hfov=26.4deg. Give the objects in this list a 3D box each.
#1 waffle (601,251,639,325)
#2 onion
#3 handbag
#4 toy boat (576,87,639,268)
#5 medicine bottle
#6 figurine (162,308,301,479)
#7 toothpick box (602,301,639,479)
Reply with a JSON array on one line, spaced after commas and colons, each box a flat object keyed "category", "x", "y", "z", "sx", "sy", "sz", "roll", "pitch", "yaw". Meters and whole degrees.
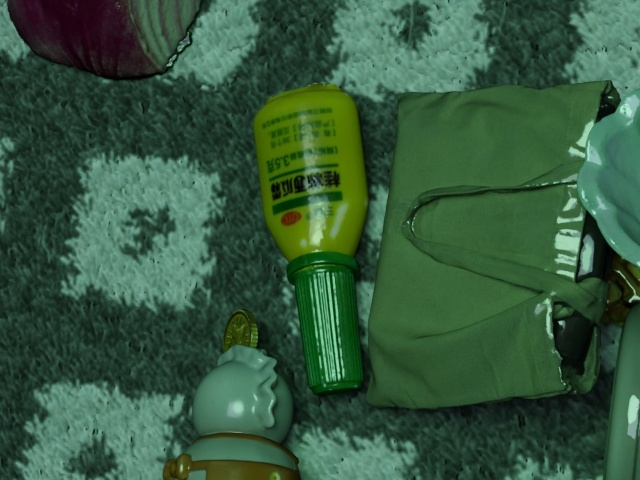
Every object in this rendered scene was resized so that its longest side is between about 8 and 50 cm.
[{"category": "waffle", "x": 0.325, "y": -0.031, "z": 1.286, "sx": 0.243, "sy": 0.059, "sz": 0.237, "roll": 3, "pitch": 77, "yaw": 14}, {"category": "onion", "x": -0.242, "y": -0.313, "z": 1.469, "sx": 0.248, "sy": 0.111, "sz": 0.250, "roll": 18, "pitch": 86, "yaw": 17}, {"category": "handbag", "x": 0.152, "y": 0.004, "z": 1.265, "sx": 0.253, "sy": 0.109, "sz": 0.315, "roll": -1, "pitch": 76, "yaw": 42}, {"category": "toy boat", "x": 0.358, "y": -0.017, "z": 1.158, "sx": 0.290, "sy": 0.100, "sz": 0.199, "roll": 26, "pitch": 74, "yaw": 14}, {"category": "medicine bottle", "x": 0.000, "y": 0.000, "z": 1.355, "sx": 0.111, "sy": 0.076, "sz": 0.308, "roll": -12, "pitch": 77, "yaw": 21}, {"category": "figurine", "x": -0.085, "y": 0.201, "z": 1.310, "sx": 0.143, "sy": 0.143, "sz": 0.271, "roll": -15, "pitch": 77, "yaw": 12}, {"category": "toothpick box", "x": 0.407, "y": 0.162, "z": 1.148, "sx": 0.317, "sy": 0.229, "sz": 0.228, "roll": 5, "pitch": 81, "yaw": 15}]
